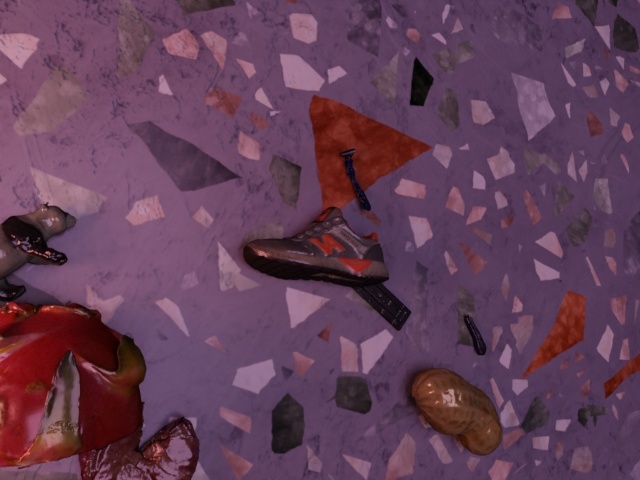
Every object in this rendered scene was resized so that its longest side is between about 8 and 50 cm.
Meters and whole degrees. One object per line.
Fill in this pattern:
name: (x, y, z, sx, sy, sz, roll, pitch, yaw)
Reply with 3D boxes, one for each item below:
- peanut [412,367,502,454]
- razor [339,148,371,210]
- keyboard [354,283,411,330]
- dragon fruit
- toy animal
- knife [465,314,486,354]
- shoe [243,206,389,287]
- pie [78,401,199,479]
peanut: (0.347, 0.423, 1.338, 0.306, 0.147, 0.146, 36, 70, -25)
razor: (0.087, -0.142, 1.302, 0.044, 0.028, 0.154, -24, 96, -27)
keyboard: (0.140, 0.135, 1.315, 0.204, 0.013, 0.061, 43, 68, -18)
dragon fruit: (-0.432, 0.206, 0.856, 0.306, 0.305, 0.225, 0, 82, -28)
toy animal: (-0.524, 0.021, 0.936, 0.225, 0.094, 0.121, -40, 95, -24)
knife: (0.412, 0.252, 1.446, 0.031, 0.018, 0.121, -31, 98, -28)
shoe: (0.000, 0.000, 1.195, 0.337, 0.132, 0.170, 10, 71, -24)
pie: (-0.335, 0.409, 1.017, 0.219, 0.054, 0.204, 15, 78, -26)
